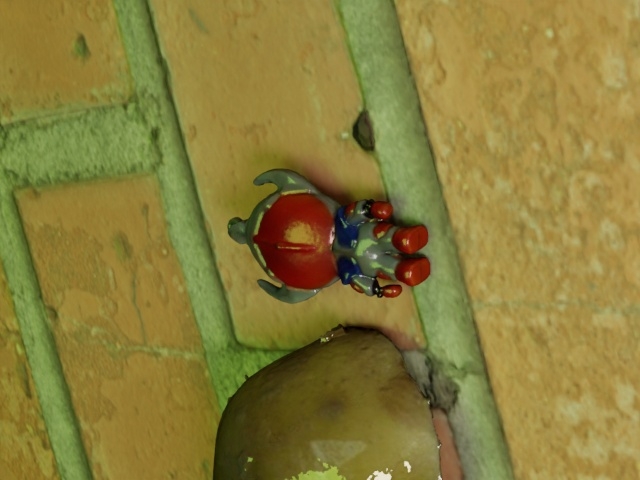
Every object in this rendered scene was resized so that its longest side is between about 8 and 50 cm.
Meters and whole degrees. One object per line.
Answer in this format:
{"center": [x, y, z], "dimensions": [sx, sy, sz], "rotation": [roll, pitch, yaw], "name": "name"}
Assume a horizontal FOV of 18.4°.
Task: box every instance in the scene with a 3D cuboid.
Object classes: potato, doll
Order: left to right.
{"center": [-0.018, 0.212, 1.597], "dimensions": [0.239, 0.116, 0.299], "rotation": [62, 142, 26], "name": "potato"}
{"center": [0.000, -0.001, 1.564], "dimensions": [0.195, 0.062, 0.104], "rotation": [8, 130, 38], "name": "doll"}
